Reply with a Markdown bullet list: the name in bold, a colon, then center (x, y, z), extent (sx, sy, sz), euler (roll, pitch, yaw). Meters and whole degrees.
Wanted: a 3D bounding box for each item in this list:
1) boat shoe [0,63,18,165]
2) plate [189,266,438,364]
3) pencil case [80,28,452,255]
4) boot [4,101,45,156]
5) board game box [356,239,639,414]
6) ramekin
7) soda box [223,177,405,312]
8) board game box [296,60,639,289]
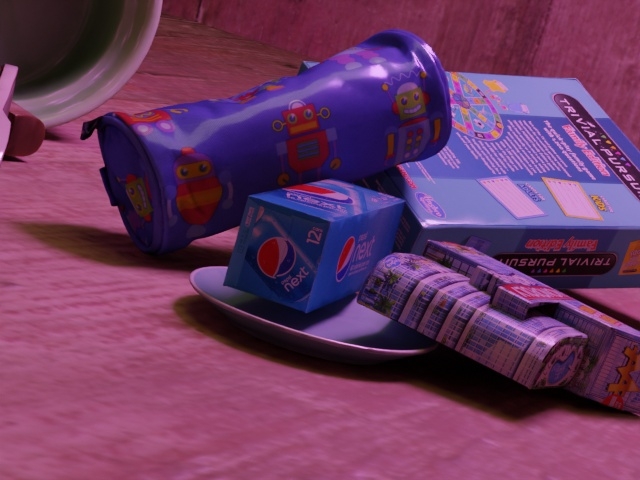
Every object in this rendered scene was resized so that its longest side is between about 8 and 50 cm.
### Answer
- **boat shoe**: center (-0.297, -0.081, 1.370), extent (0.096, 0.117, 0.324), euler (16, 15, -13)
- **plate**: center (-0.007, 0.058, 1.284), extent (0.188, 0.024, 0.188), euler (14, 9, -2)
- **pencil case**: center (-0.041, -0.084, 1.463), extent (0.306, 0.119, 0.133), euler (-20, 13, -27)
- **boot**: center (-0.372, -0.130, 1.651), extent (0.152, 0.073, 0.197), euler (24, 1, 35)
- **board game box**: center (0.152, 0.064, 1.309), extent (0.194, 0.060, 0.194), euler (25, 7, 22)
- **ramekin**: center (-0.332, -0.271, 1.861), extent (0.303, 0.303, 0.148), euler (10, 3, -26)
- **soda box**: center (0.000, 0.000, 1.334), extent (0.067, 0.071, 0.210), euler (18, 10, 14)
- **board game box**: center (0.164, -0.060, 1.679), extent (0.336, 0.079, 0.254), euler (1, 39, -32)
